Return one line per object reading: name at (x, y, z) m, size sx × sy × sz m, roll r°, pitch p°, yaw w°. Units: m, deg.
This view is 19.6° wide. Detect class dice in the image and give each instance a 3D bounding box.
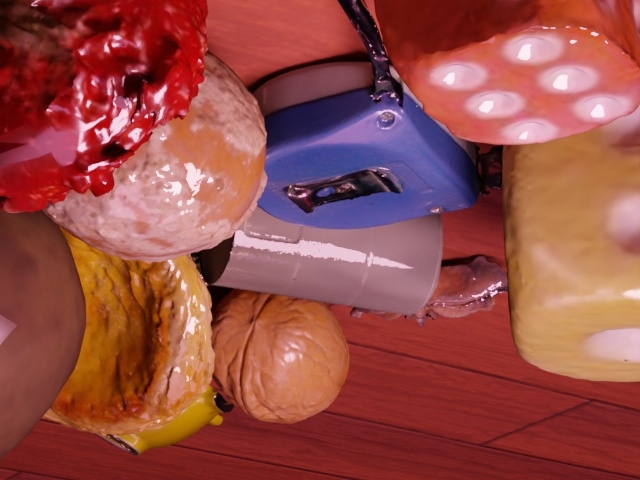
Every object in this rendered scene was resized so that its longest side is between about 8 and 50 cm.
dice at (0.149, -0.182, 1.391) m, size 0.174 × 0.179 × 0.175 m, roll -15°, pitch 155°, yaw 30°
dice at (0.287, -0.010, 1.716) m, size 0.227 × 0.233 × 0.238 m, roll -2°, pitch 156°, yaw 8°

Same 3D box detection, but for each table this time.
table at (0.000, 0.000, 1.870) m, size 0.220 × 0.126 × 0.126 m, roll 8°, pitch 155°, yaw -20°

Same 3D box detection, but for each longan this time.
longan at (-0.406, 0.050, 1.689) m, size 0.404 × 0.336 × 0.404 m, roll 33°, pitch 170°, yaw 7°

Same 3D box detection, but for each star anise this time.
star anise at (0.102, 0.054, 2.084) m, size 0.208 × 0.063 × 0.172 m, roll 5°, pitch 160°, yaw -21°

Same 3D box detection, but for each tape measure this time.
tape measure at (0.005, -0.110, 1.663) m, size 0.215 × 0.098 × 0.351 m, roll -12°, pitch 152°, yaw 24°

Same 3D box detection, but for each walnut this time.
walnut at (-0.050, 0.129, 2.133) m, size 0.165 × 0.165 × 0.197 m, roll -2°, pitch 153°, yaw 5°

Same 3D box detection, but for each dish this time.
dish at (-0.241, 0.174, 2.155) m, size 0.262 × 0.108 × 0.221 m, roll 32°, pitch 166°, yaw -3°

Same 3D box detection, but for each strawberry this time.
strawberry at (-0.208, -0.148, 1.391) m, size 0.274 × 0.274 × 0.220 m, roll -6°, pitch 171°, yaw 14°

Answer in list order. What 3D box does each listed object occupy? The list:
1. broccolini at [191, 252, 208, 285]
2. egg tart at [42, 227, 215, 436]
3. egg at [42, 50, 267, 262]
broccolini at (-0.069, 0.020, 2.000) m, size 0.201 × 0.074 × 0.058 m, roll -7°, pitch 139°, yaw 11°
egg tart at (-0.237, 0.052, 1.904) m, size 0.319 × 0.319 × 0.128 m, roll -12°, pitch -164°, yaw 26°
egg at (-0.160, -0.087, 1.588) m, size 0.245 × 0.203 × 0.203 m, roll 21°, pitch 149°, yaw -27°
